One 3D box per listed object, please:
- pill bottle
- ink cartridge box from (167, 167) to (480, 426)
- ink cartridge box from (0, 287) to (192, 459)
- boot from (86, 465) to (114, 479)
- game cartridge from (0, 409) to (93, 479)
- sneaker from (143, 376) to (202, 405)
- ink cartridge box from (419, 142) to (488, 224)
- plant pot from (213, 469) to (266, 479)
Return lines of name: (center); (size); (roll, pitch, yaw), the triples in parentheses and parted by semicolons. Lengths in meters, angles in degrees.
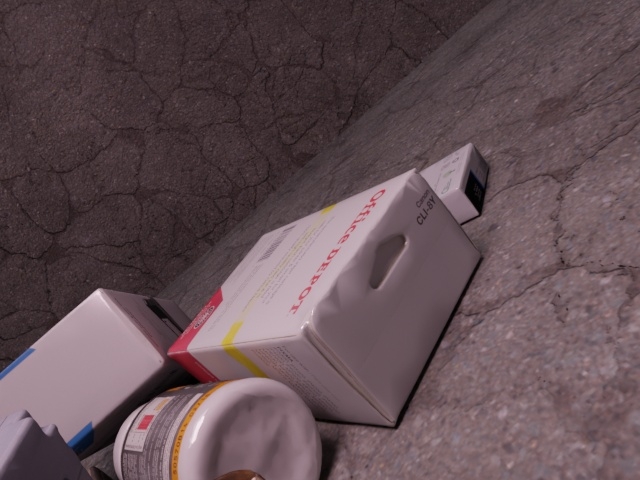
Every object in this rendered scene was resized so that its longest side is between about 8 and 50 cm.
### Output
pill bottle: (-0.139, 0.251, 0.607); (0.279, 0.162, 0.162); (-23, 24, 49)
ink cartridge box: (-0.010, 0.092, 0.725); (0.385, 0.160, 0.279); (-21, 26, 53)
ink cartridge box: (-0.383, 0.251, 0.941); (0.285, 0.166, 0.395); (-42, -7, -7)
boot: (-0.292, 0.432, 0.554); (0.284, 0.138, 0.378); (-49, 23, -23)
game cartridge: (-0.140, 0.267, 0.316); (0.062, 0.297, 0.198); (-27, 12, -7)
sneaker: (-0.252, 0.293, 0.883); (0.084, 0.097, 0.234); (-36, 16, 19)
ink cartridge box: (0.134, -0.039, 0.917); (0.333, 0.065, 0.165); (-28, 21, 37)
plant pot: (-0.027, 0.251, 0.332); (0.167, 0.165, 0.167); (-38, 15, 12)
